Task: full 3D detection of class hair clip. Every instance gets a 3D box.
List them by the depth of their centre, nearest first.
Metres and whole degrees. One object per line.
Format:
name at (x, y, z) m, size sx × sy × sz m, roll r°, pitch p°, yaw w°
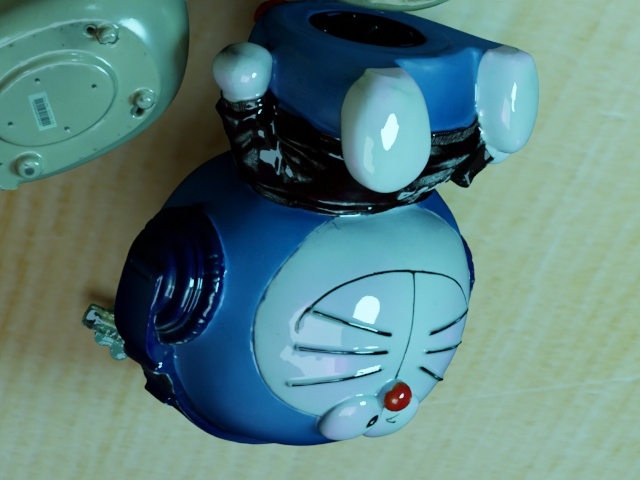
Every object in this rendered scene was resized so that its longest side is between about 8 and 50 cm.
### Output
hair clip at (-0.111, 0.092, 1.430) m, size 0.173 × 0.049 × 0.049 m, roll 28°, pitch 120°, yaw -21°

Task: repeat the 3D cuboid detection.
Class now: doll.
doll at (0.000, 0.000, 1.255) m, size 0.284 × 0.240 × 0.310 m, roll -7°, pitch 119°, yaw -38°

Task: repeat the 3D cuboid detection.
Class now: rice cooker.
rice cooker at (-0.182, -0.117, 1.195) m, size 0.206 × 0.127 × 0.145 m, roll -26°, pitch 128°, yaw 2°

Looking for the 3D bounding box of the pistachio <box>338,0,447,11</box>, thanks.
pistachio at (0.043, -0.206, 1.166) m, size 0.185 × 0.124 × 0.124 m, roll 8°, pitch 128°, yaw -3°
